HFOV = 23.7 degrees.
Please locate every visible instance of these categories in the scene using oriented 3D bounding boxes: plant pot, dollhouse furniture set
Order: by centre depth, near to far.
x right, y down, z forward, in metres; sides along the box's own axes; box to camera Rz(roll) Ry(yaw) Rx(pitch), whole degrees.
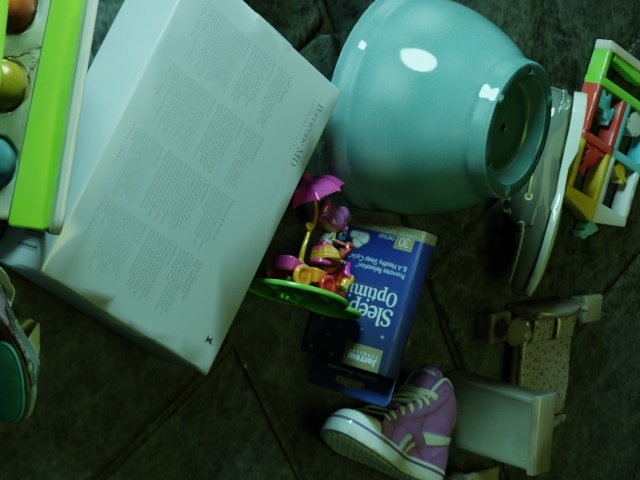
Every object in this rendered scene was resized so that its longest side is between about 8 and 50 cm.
[{"bbox_3d":[0.168,-0.157,1.915,0.293,0.196,0.293,-31,130,-46],"label":"plant pot"},{"bbox_3d":[0.353,0.256,2.277,0.355,0.173,0.303,-7,106,-46],"label":"dollhouse furniture set"}]

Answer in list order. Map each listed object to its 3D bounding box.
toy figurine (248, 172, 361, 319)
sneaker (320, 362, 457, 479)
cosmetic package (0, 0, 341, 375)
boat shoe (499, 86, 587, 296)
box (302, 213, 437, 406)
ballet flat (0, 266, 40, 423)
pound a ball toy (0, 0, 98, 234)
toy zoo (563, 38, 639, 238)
[{"bbox_3d":[0.000,0.000,1.874,0.173,0.130,0.159,25,72,-45],"label":"toy figurine"},{"bbox_3d":[0.099,0.230,2.058,0.282,0.102,0.161,35,71,-57],"label":"sneaker"},{"bbox_3d":[-0.158,-0.079,1.691,0.284,0.097,0.377,38,72,-44],"label":"cosmetic package"},{"bbox_3d":[0.310,-0.073,2.207,0.109,0.091,0.305,-20,123,-84],"label":"boat shoe"},{"bbox_3d":[0.057,0.087,1.936,0.036,0.136,0.225,18,87,-53],"label":"box"},{"bbox_3d":[-0.333,0.084,1.569,0.079,0.077,0.221,-58,138,-48],"label":"ballet flat"},{"bbox_3d":[-0.337,-0.179,1.471,0.208,0.136,0.319,7,96,-23],"label":"pound a ball toy"},{"bbox_3d":[0.447,-0.143,2.382,0.192,0.030,0.293,24,82,-48],"label":"toy zoo"}]
